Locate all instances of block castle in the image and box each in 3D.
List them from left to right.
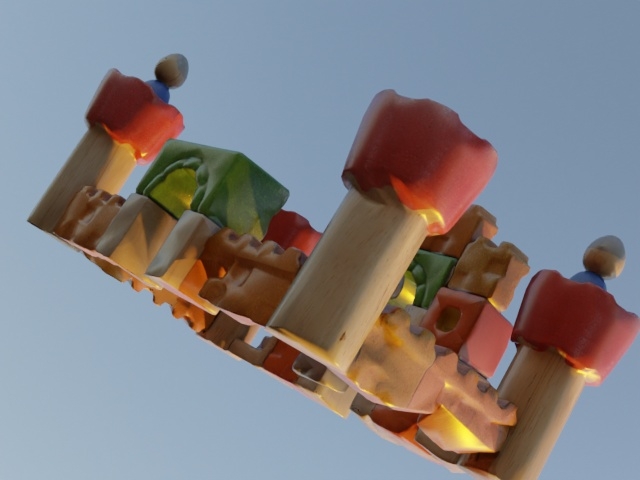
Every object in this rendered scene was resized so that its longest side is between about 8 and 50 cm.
[{"bbox_3d":[0.000,0.000,0.758,0.303,0.213,0.453,40,-15,-36],"label":"block castle"}]
